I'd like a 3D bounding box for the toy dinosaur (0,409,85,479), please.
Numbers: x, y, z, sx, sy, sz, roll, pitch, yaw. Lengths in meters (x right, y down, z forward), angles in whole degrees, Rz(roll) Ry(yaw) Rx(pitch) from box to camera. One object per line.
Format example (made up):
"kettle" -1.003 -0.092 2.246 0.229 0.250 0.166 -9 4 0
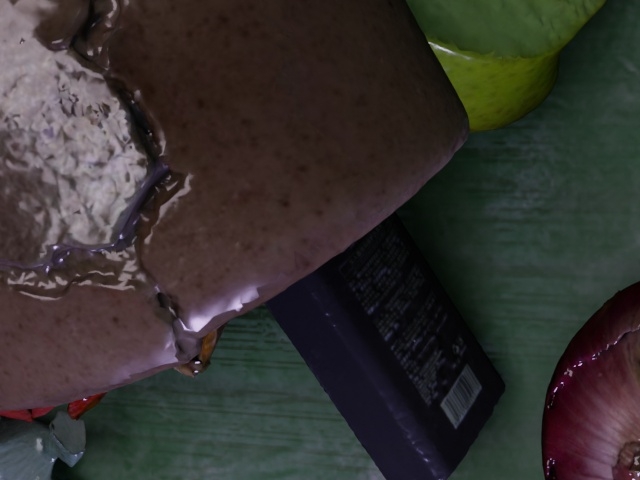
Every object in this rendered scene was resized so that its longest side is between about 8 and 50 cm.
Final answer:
"toy dinosaur" -0.190 0.158 1.006 0.383 0.129 0.076 35 63 23

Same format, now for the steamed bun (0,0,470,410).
"steamed bun" -0.100 -0.055 0.680 0.301 0.199 0.251 -29 110 7

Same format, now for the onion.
"onion" 0.240 0.124 0.812 0.248 0.161 0.248 6 98 53

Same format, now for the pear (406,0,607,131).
"pear" 0.055 -0.190 0.872 0.159 0.292 0.292 -23 79 64

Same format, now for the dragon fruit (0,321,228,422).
"dragon fruit" -0.206 -0.025 0.930 0.342 0.277 0.277 22 98 6

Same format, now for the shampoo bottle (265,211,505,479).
"shampoo bottle" 0.000 -0.001 0.865 0.071 0.098 0.309 -14 116 43
